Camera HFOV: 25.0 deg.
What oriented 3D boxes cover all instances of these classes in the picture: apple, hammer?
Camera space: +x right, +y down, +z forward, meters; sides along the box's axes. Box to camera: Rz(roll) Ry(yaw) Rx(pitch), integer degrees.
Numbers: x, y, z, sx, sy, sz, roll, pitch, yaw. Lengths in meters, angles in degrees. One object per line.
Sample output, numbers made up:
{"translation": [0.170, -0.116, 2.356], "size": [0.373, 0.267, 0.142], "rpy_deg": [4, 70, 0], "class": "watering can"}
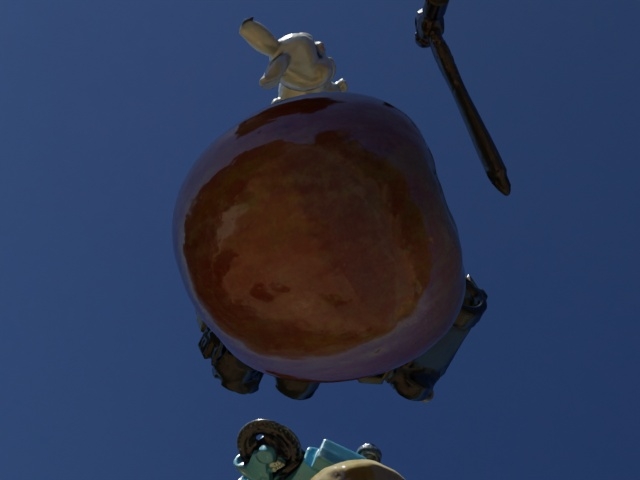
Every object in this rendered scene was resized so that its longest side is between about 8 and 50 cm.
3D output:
{"translation": [0.000, 0.000, 0.929], "size": [0.173, 0.188, 0.188], "rpy_deg": [-19, -75, 9], "class": "apple"}
{"translation": [0.108, -0.110, 1.095], "size": [0.065, 0.021, 0.178], "rpy_deg": [99, -24, -58], "class": "hammer"}

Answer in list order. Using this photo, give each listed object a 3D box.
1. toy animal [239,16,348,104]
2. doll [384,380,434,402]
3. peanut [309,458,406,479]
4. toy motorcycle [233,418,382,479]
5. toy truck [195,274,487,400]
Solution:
{"translation": [-0.023, -0.173, 1.442], "size": [0.085, 0.124, 0.071], "rpy_deg": [-21, -115, -1], "class": "toy animal"}
{"translation": [0.068, 0.082, 1.440], "size": [0.180, 0.094, 0.079], "rpy_deg": [64, -30, 26], "class": "doll"}
{"translation": [-0.034, 0.341, 1.469], "size": [0.313, 0.149, 0.149], "rpy_deg": [-36, -86, 6], "class": "peanut"}
{"translation": [0.012, 0.319, 1.672], "size": [0.272, 0.124, 0.182], "rpy_deg": [25, -57, 3], "class": "toy motorcycle"}
{"translation": [0.017, 0.061, 1.290], "size": [0.127, 0.257, 0.127], "rpy_deg": [-64, -148, 30], "class": "toy truck"}
